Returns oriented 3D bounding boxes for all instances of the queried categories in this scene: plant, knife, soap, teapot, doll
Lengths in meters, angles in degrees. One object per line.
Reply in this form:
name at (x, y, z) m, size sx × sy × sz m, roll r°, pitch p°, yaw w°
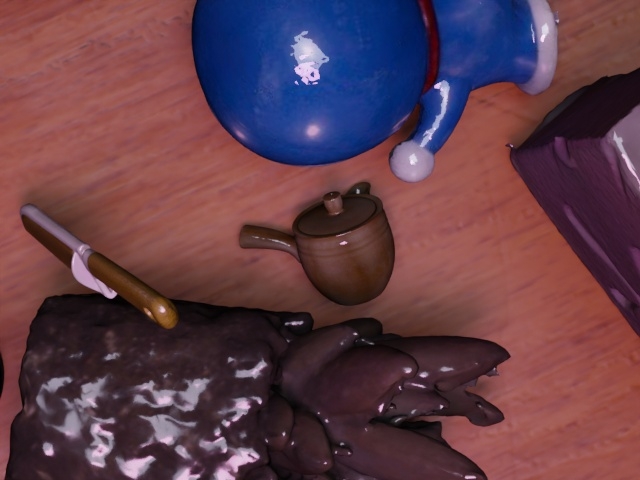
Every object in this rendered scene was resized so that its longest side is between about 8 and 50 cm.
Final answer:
plant at (-0.038, 0.130, 1.163) m, size 0.320 × 0.194 × 0.181 m, roll 11°, pitch 90°, yaw 2°
knife at (-0.149, 0.019, 1.117) m, size 0.022 × 0.256 × 0.046 m, roll -41°, pitch 121°, yaw -13°
soap at (0.264, 0.016, 1.128) m, size 0.107 × 0.296 × 0.285 m, roll -37°, pitch 92°, yaw -4°
teapot at (0.000, 0.000, 1.229) m, size 0.110 × 0.085 × 0.080 m, roll -6°, pitch 117°, yaw 22°
doll at (0.036, -0.144, 1.188) m, size 0.257 × 0.161 × 0.215 m, roll -10°, pitch 78°, yaw -21°

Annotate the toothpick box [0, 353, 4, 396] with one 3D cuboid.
toothpick box at (-0.267, 0.096, 1.134) m, size 0.111 × 0.180 × 0.111 m, roll 0°, pitch 91°, yaw -6°
